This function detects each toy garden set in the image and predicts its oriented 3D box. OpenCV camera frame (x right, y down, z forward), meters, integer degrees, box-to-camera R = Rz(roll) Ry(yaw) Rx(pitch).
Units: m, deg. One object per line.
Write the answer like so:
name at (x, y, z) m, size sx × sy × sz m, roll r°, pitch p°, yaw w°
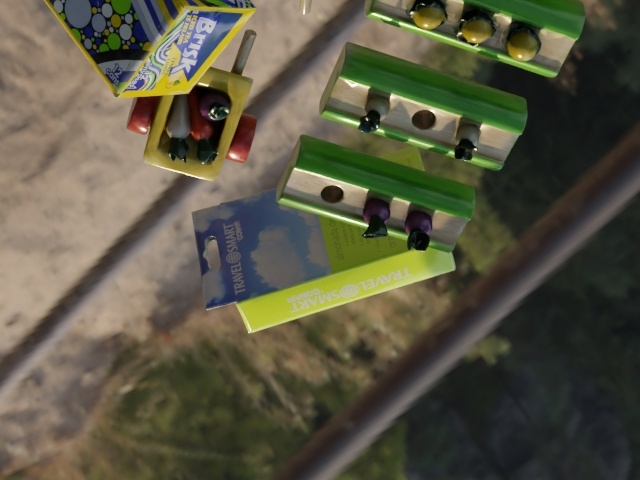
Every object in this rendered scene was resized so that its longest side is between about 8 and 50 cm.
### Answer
toy garden set at (0.023, -0.099, 0.788) m, size 0.204 × 0.049 × 0.244 m, roll 16°, pitch 130°, yaw -12°

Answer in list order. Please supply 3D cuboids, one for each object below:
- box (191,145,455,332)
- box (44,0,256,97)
box at (0.000, 0.000, 1.119) m, size 0.178 × 0.109 × 0.042 m, roll -17°, pitch 135°, yaw 3°
box at (-0.108, -0.146, 0.699) m, size 0.059 × 0.169 × 0.054 m, roll -47°, pitch 161°, yaw 28°
